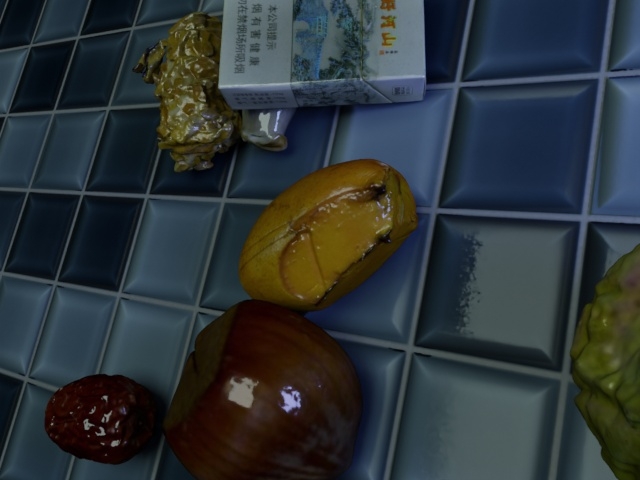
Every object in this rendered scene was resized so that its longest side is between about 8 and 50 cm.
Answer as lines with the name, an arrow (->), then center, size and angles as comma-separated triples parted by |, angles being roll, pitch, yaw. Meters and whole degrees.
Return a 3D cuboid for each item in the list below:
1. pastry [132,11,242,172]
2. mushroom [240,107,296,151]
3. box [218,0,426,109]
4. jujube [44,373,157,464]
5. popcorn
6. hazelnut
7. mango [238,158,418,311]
pastry -> -0.199, -0.235, 0.917 | 0.154, 0.102, 0.249 | -21, 66, 25
mushroom -> -0.073, -0.295, 0.868 | 0.110, 0.097, 0.351 | -12, 71, 25
box -> 0.004, -0.260, 0.766 | 0.257, 0.069, 0.164 | -1, 76, 8
jujube -> -0.308, 0.243, 0.820 | 0.176, 0.109, 0.112 | -4, 38, 33
popcorn -> 0.317, 0.095, 0.433 | 0.259, 0.212, 0.259 | -53, 17, 24
hazelnut -> -0.060, 0.184, 0.666 | 0.212, 0.181, 0.181 | -58, 27, 0
mango -> 0.000, 0.000, 0.708 | 0.252, 0.126, 0.153 | -30, 74, 28
